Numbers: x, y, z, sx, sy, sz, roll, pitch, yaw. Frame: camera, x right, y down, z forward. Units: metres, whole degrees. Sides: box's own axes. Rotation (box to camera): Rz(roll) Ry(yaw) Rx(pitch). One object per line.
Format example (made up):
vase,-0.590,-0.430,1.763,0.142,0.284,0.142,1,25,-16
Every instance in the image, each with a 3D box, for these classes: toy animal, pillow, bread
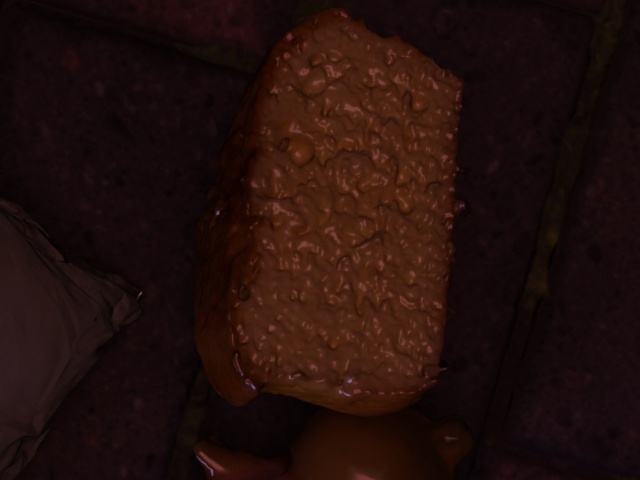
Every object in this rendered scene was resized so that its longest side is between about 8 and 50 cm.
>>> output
toy animal,-0.006,0.216,1.367,0.281,0.169,0.195,-31,105,-3
pillow,-0.316,0.069,1.334,0.283,0.138,0.310,-50,125,-9
bread,0.000,0.000,1.354,0.194,0.179,0.340,13,62,-11
